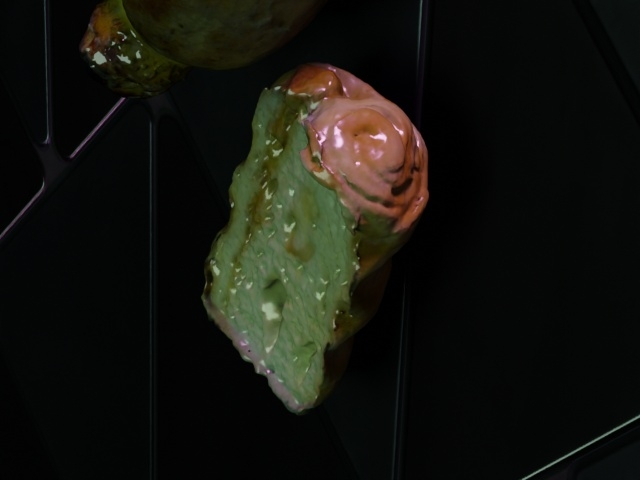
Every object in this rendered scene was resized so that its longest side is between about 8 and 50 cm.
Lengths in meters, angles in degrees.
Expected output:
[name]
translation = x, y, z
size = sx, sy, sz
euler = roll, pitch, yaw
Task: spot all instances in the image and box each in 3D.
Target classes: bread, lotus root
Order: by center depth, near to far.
[lotus root]
translation = -0.050, -0.203, 1.039
size = 0.173, 0.173, 0.309
euler = 50, 137, 26
[bread]
translation = 0.000, 0.000, 1.118
size = 0.128, 0.088, 0.232
euler = 58, 148, 31
